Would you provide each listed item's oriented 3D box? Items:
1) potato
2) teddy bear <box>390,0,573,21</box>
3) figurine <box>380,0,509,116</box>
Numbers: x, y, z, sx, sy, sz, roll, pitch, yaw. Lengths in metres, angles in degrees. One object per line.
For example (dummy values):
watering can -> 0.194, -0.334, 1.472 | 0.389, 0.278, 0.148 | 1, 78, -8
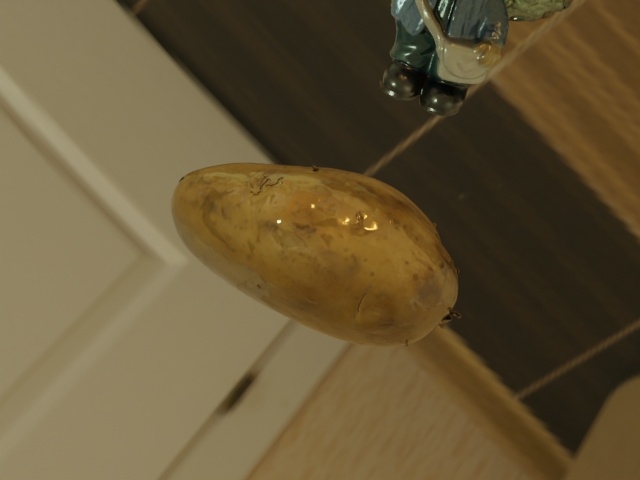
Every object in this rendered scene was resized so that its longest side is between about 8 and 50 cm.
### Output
potato -> 0.001, 0.003, 1.359 | 0.235, 0.128, 0.161 | 10, 150, 34
teddy bear -> 0.163, -0.223, 1.298 | 0.111, 0.213, 0.133 | 51, 148, 22
figurine -> 0.079, -0.142, 0.918 | 0.086, 0.087, 0.149 | 24, 125, 14
